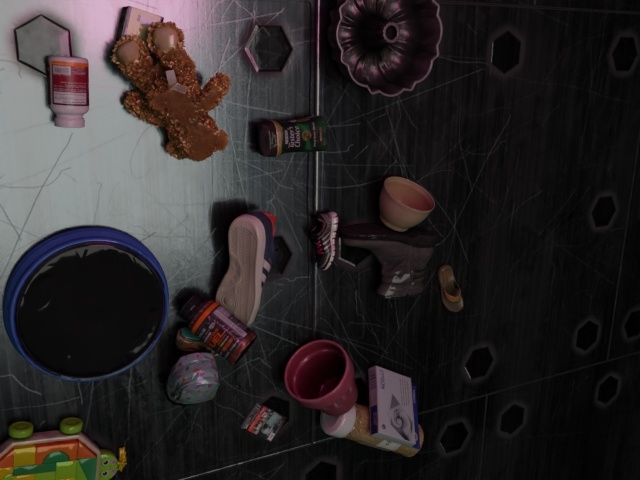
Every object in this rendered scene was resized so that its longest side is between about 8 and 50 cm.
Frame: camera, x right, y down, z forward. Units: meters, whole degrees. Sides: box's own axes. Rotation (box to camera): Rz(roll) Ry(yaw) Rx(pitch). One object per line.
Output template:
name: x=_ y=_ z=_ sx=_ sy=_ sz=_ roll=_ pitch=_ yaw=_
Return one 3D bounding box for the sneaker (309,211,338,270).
sneaker: x=0.000 y=0.000 z=1.880 sx=0.075 sy=0.063 sz=0.170 roll=4 pitch=98 yaw=-29

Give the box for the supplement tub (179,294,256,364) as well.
supplement tub: x=-0.272 y=0.228 z=1.737 sx=0.198 sy=0.106 sz=0.106 roll=37 pitch=84 yaw=5

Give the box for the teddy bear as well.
teddy bear: x=-0.340 y=-0.347 z=1.550 sx=0.245 sy=0.113 sz=0.338 roll=-40 pitch=124 yaw=9

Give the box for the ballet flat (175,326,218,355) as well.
ballet flat: x=-0.300 y=0.279 z=1.808 sx=0.206 sy=0.073 sz=0.067 roll=15 pitch=124 yaw=-28

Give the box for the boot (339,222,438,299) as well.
boot: x=0.197 y=0.073 z=1.982 sx=0.338 sy=0.118 sz=0.222 roll=5 pitch=107 yaw=-25

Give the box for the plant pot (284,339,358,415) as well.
plant pot: x=0.019 y=0.421 z=1.949 sx=0.201 sy=0.201 sz=0.180 roll=-43 pitch=135 yaw=-11

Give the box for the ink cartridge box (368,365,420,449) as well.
ink cartridge box: x=0.247 y=0.531 z=2.101 sx=0.224 sy=0.045 sz=0.223 roll=25 pitch=49 yaw=-33

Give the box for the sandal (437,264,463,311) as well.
sandal: x=0.429 y=0.162 z=2.165 sx=0.072 sy=0.049 sz=0.180 roll=-28 pitch=116 yaw=-19

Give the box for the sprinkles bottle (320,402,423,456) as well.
sprinkles bottle: x=0.168 y=0.594 z=2.110 sx=0.355 sy=0.121 sz=0.121 roll=26 pitch=91 yaw=-32

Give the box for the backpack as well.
backpack: x=-0.328 y=0.362 z=1.740 sx=0.152 sy=0.115 sz=0.182 roll=-11 pitch=150 yaw=-29

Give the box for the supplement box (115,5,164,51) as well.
supplement box: x=-0.414 y=-0.483 z=1.517 sx=0.083 sy=0.056 sz=0.083 roll=11 pitch=99 yaw=-30

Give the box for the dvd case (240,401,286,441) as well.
dvd case: x=-0.169 y=0.541 z=1.976 sx=0.119 sy=0.013 sz=0.087 roll=36 pitch=86 yaw=-30

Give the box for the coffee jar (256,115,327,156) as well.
coffee jar: x=-0.077 y=-0.274 z=1.747 sx=0.184 sy=0.079 sz=0.096 roll=-11 pitch=110 yaw=-25

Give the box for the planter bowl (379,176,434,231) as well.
planter bowl: x=0.237 y=-0.096 z=1.938 sx=0.162 sy=0.162 sz=0.109 roll=6 pitch=129 yaw=-30

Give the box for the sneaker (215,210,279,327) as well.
sneaker: x=-0.182 y=0.081 z=1.780 sx=0.148 sy=0.131 sz=0.350 roll=-36 pitch=146 yaw=-58

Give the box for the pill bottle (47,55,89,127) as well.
pill bottle: x=-0.558 y=-0.329 z=1.469 sx=0.086 sy=0.086 sz=0.152 roll=-3 pitch=107 yaw=-28

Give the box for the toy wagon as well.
toy wagon: x=-0.664 y=0.586 z=1.690 sx=0.344 sy=0.068 sz=0.267 roll=2 pitch=104 yaw=-29

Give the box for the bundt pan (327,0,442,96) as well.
bundt pan: x=0.158 y=-0.553 z=1.767 sx=0.331 sy=0.124 sz=0.330 roll=-8 pitch=108 yaw=-26

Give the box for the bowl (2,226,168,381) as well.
bowl: x=-0.558 y=0.163 z=1.618 sx=0.391 sy=0.077 sz=0.391 roll=-8 pitch=108 yaw=-27
